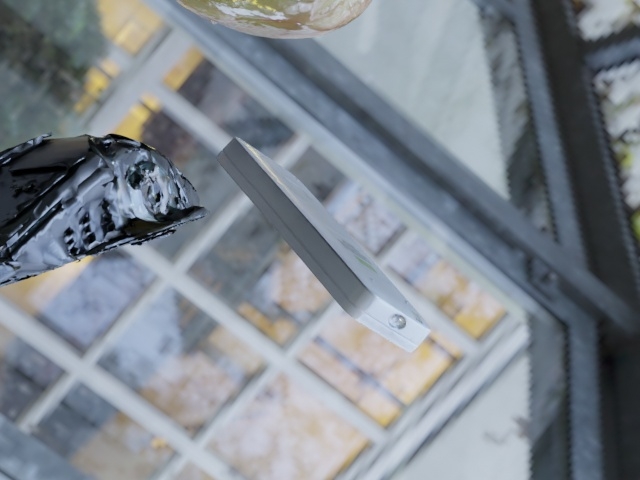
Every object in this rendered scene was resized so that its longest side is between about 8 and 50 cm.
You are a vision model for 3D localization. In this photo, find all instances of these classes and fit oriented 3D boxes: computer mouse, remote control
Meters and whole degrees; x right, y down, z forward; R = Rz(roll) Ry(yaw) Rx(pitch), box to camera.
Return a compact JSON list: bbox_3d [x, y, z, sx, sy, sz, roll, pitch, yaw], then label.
[{"bbox_3d":[-0.160,-0.018,1.010,0.146,0.078,0.241,-17,-177,33],"label":"computer mouse"},{"bbox_3d":[0.000,0.000,1.517,0.034,0.103,0.250,-49,-133,8],"label":"remote control"}]

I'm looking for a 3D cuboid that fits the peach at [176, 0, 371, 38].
[{"bbox_3d":[-0.057,-0.277,1.409,0.232,0.256,0.232,-62,173,-14],"label":"peach"}]
